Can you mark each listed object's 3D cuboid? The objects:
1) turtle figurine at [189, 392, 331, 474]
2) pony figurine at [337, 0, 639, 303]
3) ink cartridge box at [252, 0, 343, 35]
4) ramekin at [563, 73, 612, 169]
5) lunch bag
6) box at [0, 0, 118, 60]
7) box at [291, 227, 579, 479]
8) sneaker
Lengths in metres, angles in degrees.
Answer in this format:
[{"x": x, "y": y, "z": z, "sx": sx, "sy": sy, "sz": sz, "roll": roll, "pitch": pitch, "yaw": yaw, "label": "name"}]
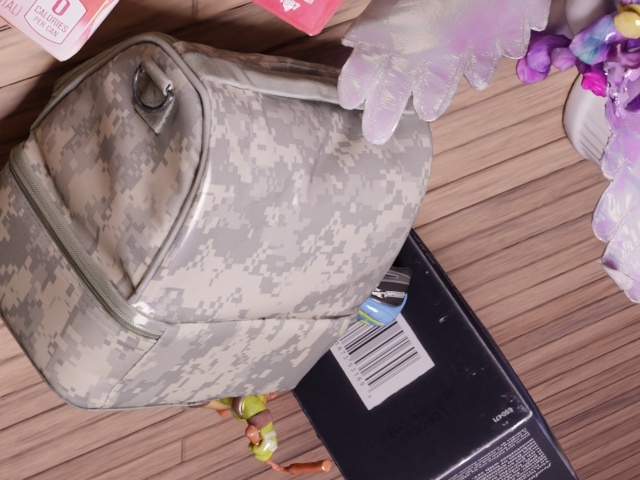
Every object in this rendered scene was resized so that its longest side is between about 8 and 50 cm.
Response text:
[{"x": -0.116, "y": 0.131, "z": 1.455, "sx": 0.217, "sy": 0.269, "sz": 0.087, "roll": 21, "pitch": 95, "yaw": -38, "label": "turtle figurine"}, {"x": 0.225, "y": -0.178, "z": 1.192, "sx": 0.363, "sy": 0.303, "sz": 0.351, "roll": -44, "pitch": -168, "yaw": 47, "label": "pony figurine"}, {"x": -0.009, "y": -0.277, "z": 0.821, "sx": 0.197, "sy": 0.114, "sz": 0.273, "roll": 27, "pitch": 111, "yaw": -36, "label": "ink cartridge box"}, {"x": 0.390, "y": -0.139, "z": 1.590, "sx": 0.273, "sy": 0.127, "sz": 0.273, "roll": -25, "pitch": 152, "yaw": -14, "label": "ramekin"}, {"x": -0.076, "y": -0.029, "z": 1.197, "sx": 0.305, "sy": 0.212, "sz": 0.256, "roll": 4, "pitch": 134, "yaw": -52, "label": "lunch bag"}, {"x": -0.167, "y": -0.240, "z": 0.656, "sx": 0.154, "sy": 0.300, "sz": 0.142, "roll": -47, "pitch": -167, "yaw": 26, "label": "box"}, {"x": 0.087, "y": 0.137, "z": 1.550, "sx": 0.183, "sy": 0.296, "sz": 0.294, "roll": -34, "pitch": 154, "yaw": 2, "label": "box"}, {"x": 0.000, "y": 0.000, "z": 1.403, "sx": 0.078, "sy": 0.188, "sz": 0.067, "roll": -57, "pitch": -171, "yaw": -21, "label": "sneaker"}]
